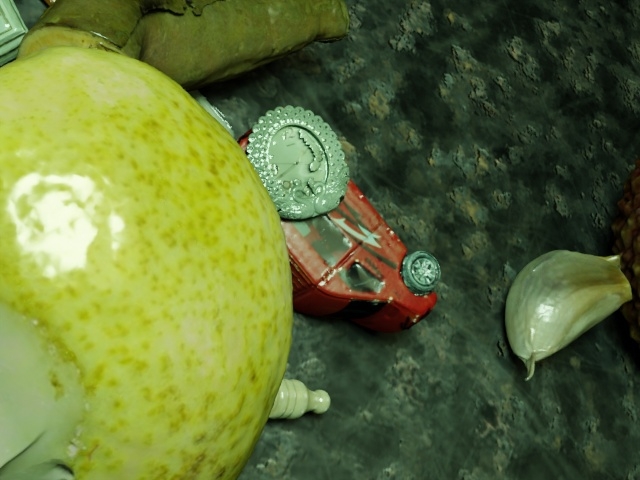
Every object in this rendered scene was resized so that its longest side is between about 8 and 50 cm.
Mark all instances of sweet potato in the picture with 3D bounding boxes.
[{"bbox_3d":[-0.091,-0.142,0.770,0.286,0.112,0.085,-11,119,-47],"label":"sweet potato"}]

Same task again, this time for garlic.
[{"bbox_3d":[0.201,0.051,0.935,0.152,0.084,0.066,-28,118,-23],"label":"garlic"}]

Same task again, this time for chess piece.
[{"bbox_3d":[-0.031,0.112,0.762,0.092,0.035,0.035,12,63,-37],"label":"chess piece"}]

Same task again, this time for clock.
[{"bbox_3d":[-0.017,-0.056,0.765,0.074,0.010,0.083,-17,86,-20],"label":"clock"}]

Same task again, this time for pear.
[{"bbox_3d":[-0.141,0.035,0.572,0.271,0.271,0.271,16,60,-31],"label":"pear"}]

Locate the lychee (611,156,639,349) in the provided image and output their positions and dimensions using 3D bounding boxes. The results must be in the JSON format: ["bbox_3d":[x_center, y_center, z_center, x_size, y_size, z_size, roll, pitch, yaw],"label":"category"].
[{"bbox_3d":[0.383,0.002,1.001,0.236,0.236,0.271,39,77,-17],"label":"lychee"}]

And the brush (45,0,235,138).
[{"bbox_3d":[-0.187,-0.177,0.792,0.314,0.017,0.090,51,46,-6],"label":"brush"}]

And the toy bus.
[{"bbox_3d":[0.000,0.000,0.808,0.195,0.081,0.089,50,58,-7],"label":"toy bus"}]

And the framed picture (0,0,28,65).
[{"bbox_3d":[-0.289,-0.166,0.622,0.217,0.017,0.274,66,31,-20],"label":"framed picture"}]
